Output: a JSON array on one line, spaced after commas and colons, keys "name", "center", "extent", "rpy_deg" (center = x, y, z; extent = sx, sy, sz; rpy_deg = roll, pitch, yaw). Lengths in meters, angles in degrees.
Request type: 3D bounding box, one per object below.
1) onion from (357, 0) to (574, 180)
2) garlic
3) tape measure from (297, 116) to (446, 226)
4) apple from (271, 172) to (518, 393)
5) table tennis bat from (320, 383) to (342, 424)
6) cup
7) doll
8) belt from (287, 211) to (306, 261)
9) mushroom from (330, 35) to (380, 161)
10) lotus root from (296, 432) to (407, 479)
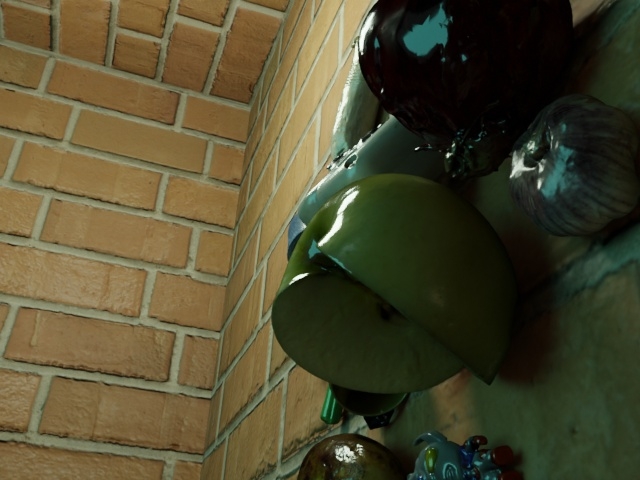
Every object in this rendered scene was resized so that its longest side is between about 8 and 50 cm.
[{"name": "onion", "center": [0.166, -0.235, 0.827], "extent": [0.281, 0.221, 0.280], "rpy_deg": [8, 103, 39]}, {"name": "garlic", "center": [0.251, -0.079, 0.677], "extent": [0.147, 0.102, 0.159], "rpy_deg": [118, 159, -47]}, {"name": "tape measure", "center": [0.095, -0.110, 1.039], "extent": [0.258, 0.130, 0.265], "rpy_deg": [-44, 2, -34]}, {"name": "apple", "center": [0.099, 0.050, 0.815], "extent": [0.295, 0.258, 0.233], "rpy_deg": [-47, 19, 58]}, {"name": "table tennis bat", "center": [0.046, 0.228, 1.286], "extent": [0.160, 0.039, 0.257], "rpy_deg": [151, 135, -69]}, {"name": "cup", "center": [0.071, 0.212, 1.079], "extent": [0.155, 0.131, 0.176], "rpy_deg": [-124, 23, -75]}, {"name": "doll", "center": [0.160, 0.280, 0.788], "extent": [0.104, 0.062, 0.195], "rpy_deg": [61, 146, 7]}, {"name": "belt", "center": [0.000, 0.000, 1.428], "extent": [0.190, 0.141, 0.082], "rpy_deg": [116, 162, -47]}, {"name": "mushroom", "center": [0.087, -0.289, 1.456], "extent": [0.123, 0.095, 0.351], "rpy_deg": [-3, 75, 56]}, {"name": "lotus root", "center": [0.045, 0.369, 0.966], "extent": [0.314, 0.141, 0.169], "rpy_deg": [143, 136, -66]}]
